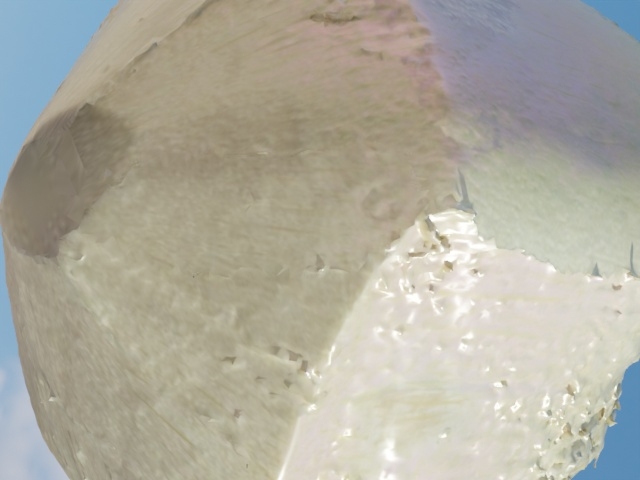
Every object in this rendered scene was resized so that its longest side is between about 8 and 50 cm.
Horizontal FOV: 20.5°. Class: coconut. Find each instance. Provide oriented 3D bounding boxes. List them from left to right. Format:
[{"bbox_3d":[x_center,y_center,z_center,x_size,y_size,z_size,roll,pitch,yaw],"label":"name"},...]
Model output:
[{"bbox_3d":[0.000,0.000,0.822,0.297,0.309,0.298,-6,-98,49],"label":"coconut"}]
